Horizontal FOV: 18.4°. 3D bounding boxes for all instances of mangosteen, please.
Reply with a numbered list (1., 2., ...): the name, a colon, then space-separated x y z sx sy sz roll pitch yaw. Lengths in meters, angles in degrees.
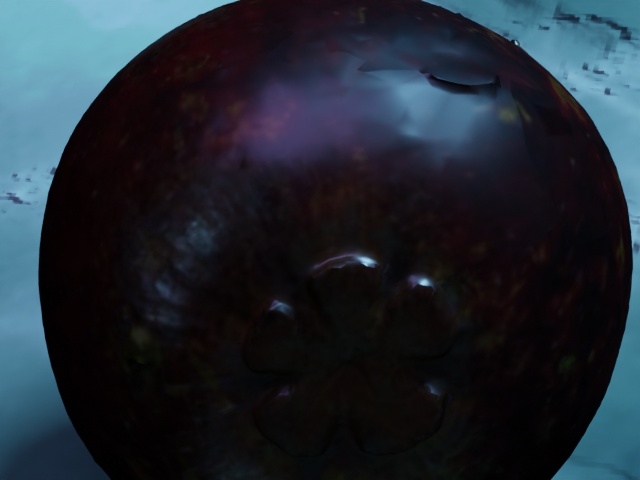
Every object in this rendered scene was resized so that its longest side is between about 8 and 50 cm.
1. mangosteen: -0.002 -0.006 0.511 0.155 0.146 0.181 -14 39 4
